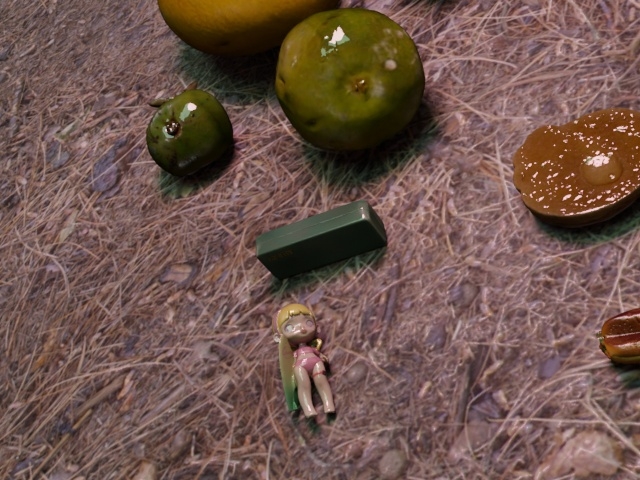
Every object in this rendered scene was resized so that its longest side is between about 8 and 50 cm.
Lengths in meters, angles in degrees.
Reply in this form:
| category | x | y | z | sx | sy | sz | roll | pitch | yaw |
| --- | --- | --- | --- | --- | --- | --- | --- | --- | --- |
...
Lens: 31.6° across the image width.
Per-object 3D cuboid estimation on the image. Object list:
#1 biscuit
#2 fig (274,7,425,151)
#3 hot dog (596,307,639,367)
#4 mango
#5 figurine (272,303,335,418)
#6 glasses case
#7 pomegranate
| category | x | y | z | sx | sy | sz | roll | pitch | yaw |
| --- | --- | --- | --- | --- | --- | --- | --- | --- | --- |
| biscuit | 0.367 | -0.096 | 1.540 | 0.208 | 0.049 | 0.181 | -17 | 49 | 20 |
| fig | 0.034 | -0.242 | 1.792 | 0.233 | 0.233 | 0.314 | -53 | 4 | -15 |
| hot dog | 0.423 | 0.110 | 1.342 | 0.188 | 0.055 | 0.072 | -10 | 55 | 25 |
| mango | -0.109 | -0.440 | 1.954 | 0.301 | 0.220 | 0.445 | -38 | 33 | -24 |
| figurine | -0.027 | 0.165 | 1.575 | 0.083 | 0.083 | 0.187 | -27 | 59 | 11 |
| glasses case | 0.000 | 0.000 | 1.669 | 0.184 | 0.078 | 0.039 | -19 | 52 | 19 |
| pomegranate | -0.228 | -0.201 | 1.933 | 0.152 | 0.131 | 0.191 | -29 | 38 | 13 |
